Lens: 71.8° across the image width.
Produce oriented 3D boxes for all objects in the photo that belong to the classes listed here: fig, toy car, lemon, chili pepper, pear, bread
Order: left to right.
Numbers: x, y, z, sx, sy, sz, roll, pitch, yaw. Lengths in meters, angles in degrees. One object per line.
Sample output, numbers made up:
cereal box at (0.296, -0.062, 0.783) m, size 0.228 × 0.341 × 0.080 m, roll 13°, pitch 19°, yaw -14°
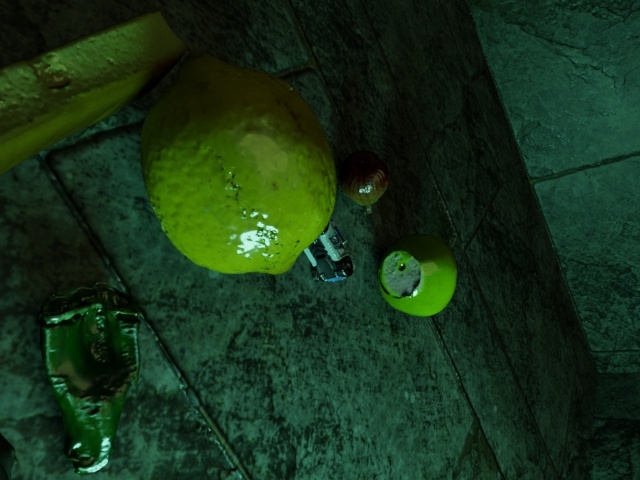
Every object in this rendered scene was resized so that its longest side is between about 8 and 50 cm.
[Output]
bread at (-0.309, -0.147, 0.484) m, size 0.077 × 0.138 × 0.361 m, roll 55°, pitch 44°, yaw -20°
chili pepper at (-0.267, 0.152, 0.506) m, size 0.108 × 0.062 × 0.216 m, roll 6°, pitch 75°, yaw -42°
lemon at (-0.110, -0.098, 0.609) m, size 0.258 × 0.258 × 0.310 m, roll -45°, pitch 120°, yaw -46°
toy car at (0.000, 0.000, 0.844) m, size 0.171 × 0.080 × 0.070 m, roll 60°, pitch 40°, yaw -16°
fig at (0.111, -0.123, 0.982) m, size 0.153 × 0.119 × 0.119 m, roll 49°, pitch 46°, yaw -27°
pear at (0.228, 0.076, 1.011) m, size 0.219 × 0.187 × 0.188 m, roll 0°, pitch 79°, yaw -51°

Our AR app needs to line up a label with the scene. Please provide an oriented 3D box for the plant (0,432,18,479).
plant at (-0.364, 0.165, 0.316) m, size 0.256 × 0.164 × 0.142 m, roll 29°, pitch 57°, yaw -28°
